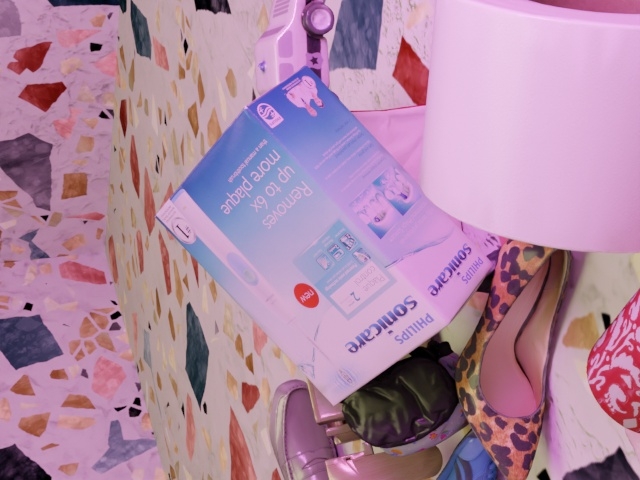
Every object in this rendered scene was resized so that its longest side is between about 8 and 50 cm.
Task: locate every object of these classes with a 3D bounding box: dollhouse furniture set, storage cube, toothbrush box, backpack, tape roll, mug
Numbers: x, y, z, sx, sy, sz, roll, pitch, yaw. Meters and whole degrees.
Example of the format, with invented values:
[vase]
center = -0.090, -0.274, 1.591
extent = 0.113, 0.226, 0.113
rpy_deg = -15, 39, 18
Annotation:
[dollhouse furniture set]
center = 0.086, 0.228, 1.506
extent = 0.355, 0.173, 0.303
rpy_deg = 68, -172, -74
[storage cube]
center = 0.052, -0.064, 1.320
extent = 0.193, 0.183, 0.215
rpy_deg = 171, 93, -68
[toothbrush box]
center = 0.000, 0.000, 1.109
extent = 0.295, 0.126, 0.216
rpy_deg = 47, 134, -2
[backpack]
center = 0.119, 0.191, 1.236
extent = 0.182, 0.152, 0.115
rpy_deg = 8, -120, -67
[tape roll]
center = 0.206, -0.113, 0.820
extent = 0.246, 0.246, 0.169
rpy_deg = -134, 42, -58
[mug]
center = 0.272, 0.084, 0.739
extent = 0.169, 0.113, 0.150
rpy_deg = 112, 152, -56

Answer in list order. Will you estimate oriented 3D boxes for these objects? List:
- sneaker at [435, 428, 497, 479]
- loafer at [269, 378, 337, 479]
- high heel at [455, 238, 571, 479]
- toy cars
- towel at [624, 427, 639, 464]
[sneaker]
center = 0.191, 0.285, 1.251
extent = 0.082, 0.069, 0.209
rpy_deg = 36, 128, 19
[loafer]
center = -0.009, 0.393, 1.737
extent = 0.111, 0.112, 0.320
rpy_deg = -2, 102, 64
[high heel]
center = 0.215, 0.122, 1.077
extent = 0.186, 0.093, 0.261
rpy_deg = 139, 127, -67
[toy cars]
center = -0.061, -0.122, 1.225
extent = 0.394, 0.087, 0.176
rpy_deg = 106, 149, -42
[towel]
center = 0.351, 0.164, 0.758
extent = 0.332, 0.053, 0.317
rpy_deg = 111, 152, -49
